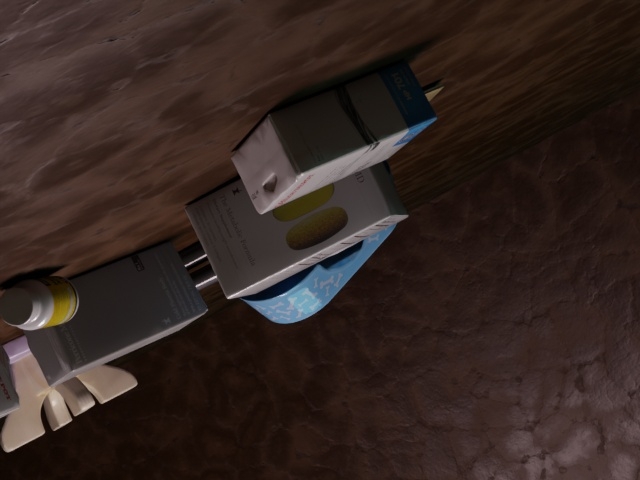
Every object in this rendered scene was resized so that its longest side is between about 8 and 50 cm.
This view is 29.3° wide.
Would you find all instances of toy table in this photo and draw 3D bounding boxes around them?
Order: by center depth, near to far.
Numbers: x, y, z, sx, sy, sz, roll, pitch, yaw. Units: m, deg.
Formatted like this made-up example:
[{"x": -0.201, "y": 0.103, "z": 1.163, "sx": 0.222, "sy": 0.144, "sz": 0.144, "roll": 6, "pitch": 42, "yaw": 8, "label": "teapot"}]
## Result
[{"x": -0.464, "y": 0.238, "z": 2.102, "sx": 0.274, "sy": 0.161, "sz": 0.252, "roll": -27, "pitch": 176, "yaw": -17, "label": "toy table"}]

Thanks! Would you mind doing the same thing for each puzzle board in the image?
[{"x": 0.105, "y": -0.175, "z": 1.660, "sx": 0.096, "sy": 0.011, "sz": 0.128, "roll": -24, "pitch": 174, "yaw": -19, "label": "puzzle board"}]

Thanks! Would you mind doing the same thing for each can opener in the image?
[{"x": -0.142, "y": 0.018, "z": 1.999, "sx": 0.283, "sy": 0.076, "sz": 0.095, "roll": -27, "pitch": 175, "yaw": 12, "label": "can opener"}]

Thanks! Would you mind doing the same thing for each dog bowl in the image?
[{"x": 0.000, "y": 0.000, "z": 1.773, "sx": 0.297, "sy": 0.074, "sz": 0.166, "roll": -47, "pitch": -144, "yaw": -18, "label": "dog bowl"}]

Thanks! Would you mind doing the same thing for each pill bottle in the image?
[{"x": -0.357, "y": 0.079, "z": 1.539, "sx": 0.065, "sy": 0.065, "sz": 0.116, "roll": -28, "pitch": 176, "yaw": 13, "label": "pill bottle"}]

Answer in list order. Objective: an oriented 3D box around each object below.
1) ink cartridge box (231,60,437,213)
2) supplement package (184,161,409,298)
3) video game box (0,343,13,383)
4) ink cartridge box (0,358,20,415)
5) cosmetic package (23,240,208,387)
[{"x": 0.014, "y": -0.115, "z": 1.378, "sx": 0.190, "sy": 0.082, "sz": 0.139, "roll": -23, "pitch": 174, "yaw": -28, "label": "ink cartridge box"}, {"x": -0.028, "y": -0.038, "z": 1.611, "sx": 0.244, "sy": 0.139, "sz": 0.134, "roll": -27, "pitch": 175, "yaw": 13, "label": "supplement package"}, {"x": -0.563, "y": 0.243, "z": 1.837, "sx": 0.205, "sy": 0.048, "sz": 0.187, "roll": -27, "pitch": -155, "yaw": -9, "label": "video game box"}, {"x": -0.508, "y": 0.203, "z": 1.664, "sx": 0.072, "sy": 0.127, "sz": 0.175, "roll": -28, "pitch": 175, "yaw": 22, "label": "ink cartridge box"}, {"x": -0.300, "y": 0.104, "z": 1.756, "sx": 0.238, "sy": 0.127, "sz": 0.107, "roll": -25, "pitch": 176, "yaw": -41, "label": "cosmetic package"}]
